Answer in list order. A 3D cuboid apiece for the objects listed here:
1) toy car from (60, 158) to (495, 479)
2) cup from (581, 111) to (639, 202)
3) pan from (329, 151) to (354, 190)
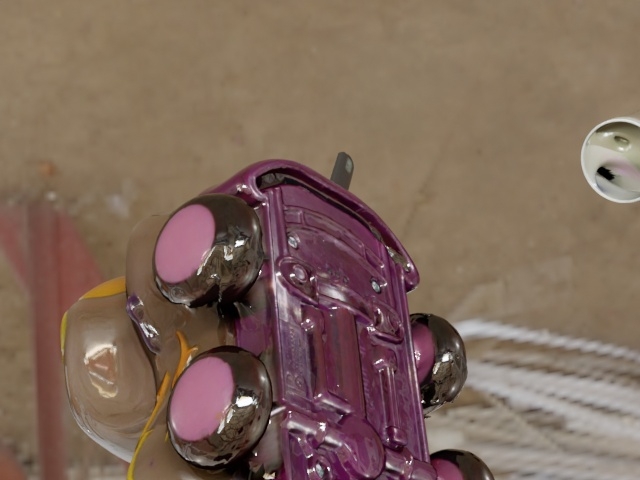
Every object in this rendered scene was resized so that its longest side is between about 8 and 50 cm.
[{"bbox_3d":[-0.053,0.123,1.256,0.240,0.341,0.271,-29,140,30],"label":"toy car"},{"bbox_3d":[0.281,-0.089,1.585,0.099,0.074,0.102,-20,130,-63],"label":"cup"},{"bbox_3d":[0.000,0.000,1.574,0.028,0.235,0.136,-19,121,24],"label":"pan"}]
